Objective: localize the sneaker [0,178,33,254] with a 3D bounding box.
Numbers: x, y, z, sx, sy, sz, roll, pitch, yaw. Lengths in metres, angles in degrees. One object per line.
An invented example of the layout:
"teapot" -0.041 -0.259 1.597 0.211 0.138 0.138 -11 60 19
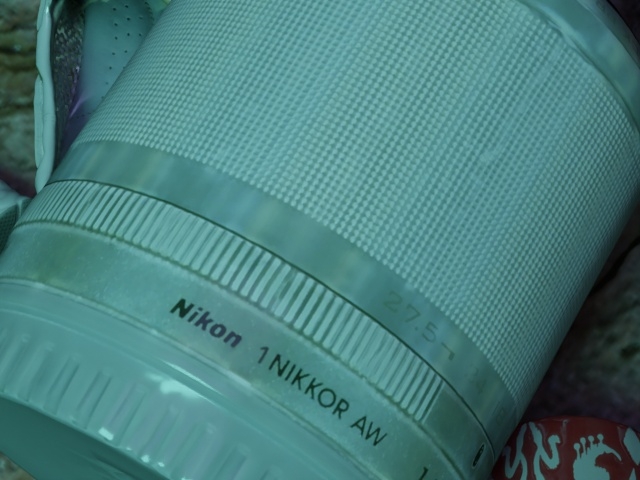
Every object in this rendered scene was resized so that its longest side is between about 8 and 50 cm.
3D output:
"sneaker" -0.208 0.023 0.831 0.061 0.054 0.152 37 72 24

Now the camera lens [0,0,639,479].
"camera lens" 0.000 0.000 0.721 0.219 0.219 0.274 28 70 12

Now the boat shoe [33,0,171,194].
"boat shoe" -0.089 -0.122 0.840 0.098 0.096 0.277 1 71 8

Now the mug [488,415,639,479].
"mug" 0.090 0.172 0.713 0.150 0.113 0.169 -20 45 24
